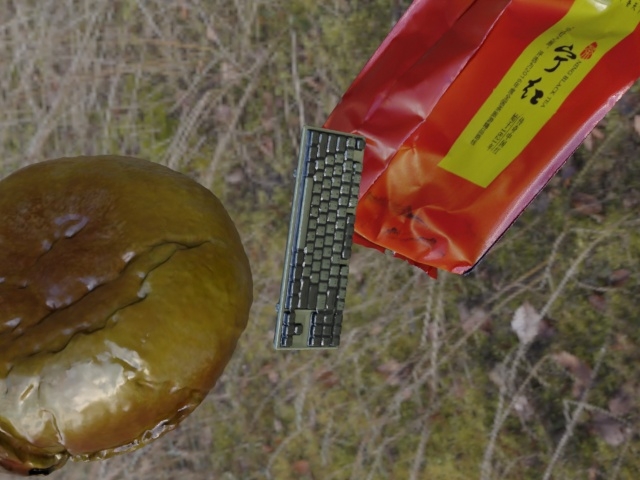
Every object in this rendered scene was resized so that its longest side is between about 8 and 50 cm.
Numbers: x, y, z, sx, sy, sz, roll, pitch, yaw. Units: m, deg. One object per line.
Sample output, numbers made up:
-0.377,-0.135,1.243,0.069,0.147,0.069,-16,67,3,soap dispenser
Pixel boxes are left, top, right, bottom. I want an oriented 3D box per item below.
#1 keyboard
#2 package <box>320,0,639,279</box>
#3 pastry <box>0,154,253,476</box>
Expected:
0.000,0.000,0.559,0.015,0.049,0.129,11,94,44,keyboard
0.168,-0.154,0.889,0.423,0.196,0.123,-53,41,22,package
-0.232,0.058,0.916,0.356,0.356,0.164,39,159,43,pastry
